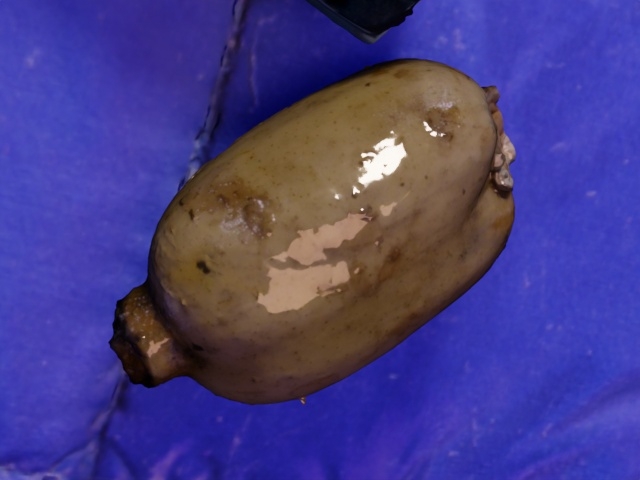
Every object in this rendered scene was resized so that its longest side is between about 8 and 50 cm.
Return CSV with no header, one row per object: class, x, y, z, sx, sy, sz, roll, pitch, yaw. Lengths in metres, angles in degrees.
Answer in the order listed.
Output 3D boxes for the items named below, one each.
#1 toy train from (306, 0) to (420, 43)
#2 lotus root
toy train,-0.089,-0.252,0.963,0.409,0.089,0.086,33,118,-32
lotus root,0.000,0.000,1.086,0.284,0.146,0.160,-30,107,-9
